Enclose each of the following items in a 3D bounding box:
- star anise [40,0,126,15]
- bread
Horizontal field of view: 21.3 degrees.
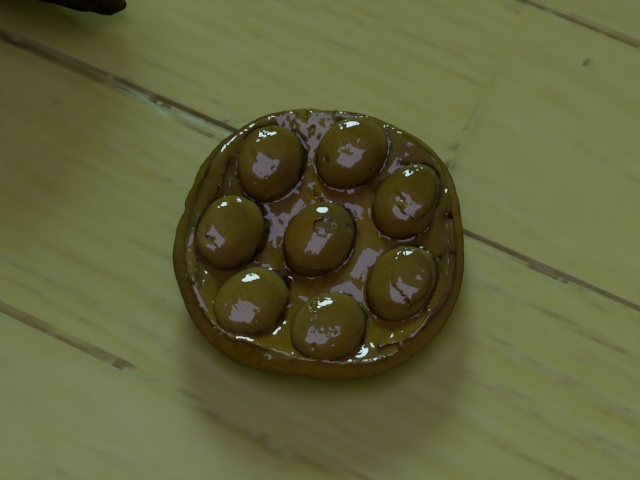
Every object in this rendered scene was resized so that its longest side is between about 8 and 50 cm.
[{"bbox_3d":[-0.163,-0.153,0.649,0.196,0.111,0.212,10,60,-1],"label":"star anise"},{"bbox_3d":[0.000,0.000,0.612,0.110,0.024,0.110,0,67,1],"label":"bread"}]
